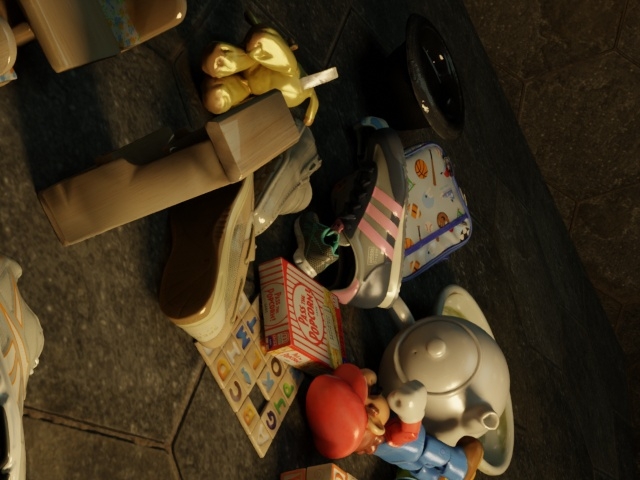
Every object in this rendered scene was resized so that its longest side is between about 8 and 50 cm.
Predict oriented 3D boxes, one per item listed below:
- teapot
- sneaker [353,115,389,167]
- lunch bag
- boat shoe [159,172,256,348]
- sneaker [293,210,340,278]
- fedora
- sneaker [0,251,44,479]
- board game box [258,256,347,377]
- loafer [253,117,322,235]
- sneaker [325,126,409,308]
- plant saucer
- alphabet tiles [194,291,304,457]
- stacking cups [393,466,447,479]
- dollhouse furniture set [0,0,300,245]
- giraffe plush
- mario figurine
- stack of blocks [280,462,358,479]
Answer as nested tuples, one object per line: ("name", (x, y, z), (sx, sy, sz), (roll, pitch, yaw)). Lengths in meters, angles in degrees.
("teapot", (0.208, 0.222, 1.586), (0.187, 0.255, 0.253), (68, 33, -51))
("sneaker", (0.117, -0.140, 1.863), (0.086, 0.085, 0.237), (-10, 85, -41))
("lunch bag", (0.170, -0.049, 1.756), (0.303, 0.115, 0.243), (-27, 98, -41))
("boat shoe", (-0.139, 0.001, 1.220), (0.098, 0.109, 0.302), (57, 30, -46))
("sneaker", (0.000, 0.000, 1.504), (0.065, 0.076, 0.166), (50, 20, -31))
("fedora", (0.217, -0.363, 2.109), (0.334, 0.152, 0.334), (43, 37, -46))
("sneaker", (-0.295, 0.122, 0.832), (0.121, 0.099, 0.263), (12, 64, -66))
("board game box", (-0.025, 0.129, 1.411), (0.193, 0.045, 0.147), (37, 39, -54))
("loafer", (-0.058, -0.089, 1.425), (0.111, 0.112, 0.319), (53, 30, -18))
("sneaker", (0.074, -0.040, 1.559), (0.131, 0.112, 0.319), (2, 89, -22))
("plant saucer", (0.288, 0.294, 1.886), (0.400, 0.100, 0.401), (42, 39, -47))
("alphabet tiles", (-0.103, 0.156, 1.292), (0.237, 0.009, 0.198), (64, 27, -18))
("stacking cups", (0.134, 0.446, 1.508), (0.316, 0.096, 0.096), (-30, 101, -59))
("dollhouse furniture set", (-0.235, -0.229, 0.990), (0.394, 0.256, 0.362), (67, 25, -11))
("giraffe plush", (-0.095, -0.280, 1.435), (0.170, 0.210, 0.182), (-114, -159, -53))
("mario figurine", (0.115, 0.276, 1.425), (0.320, 0.198, 0.170), (32, 22, -31))
("stack of blocks", (0.017, 0.480, 1.230), (0.171, 0.087, 0.297), (46, 36, -43))
